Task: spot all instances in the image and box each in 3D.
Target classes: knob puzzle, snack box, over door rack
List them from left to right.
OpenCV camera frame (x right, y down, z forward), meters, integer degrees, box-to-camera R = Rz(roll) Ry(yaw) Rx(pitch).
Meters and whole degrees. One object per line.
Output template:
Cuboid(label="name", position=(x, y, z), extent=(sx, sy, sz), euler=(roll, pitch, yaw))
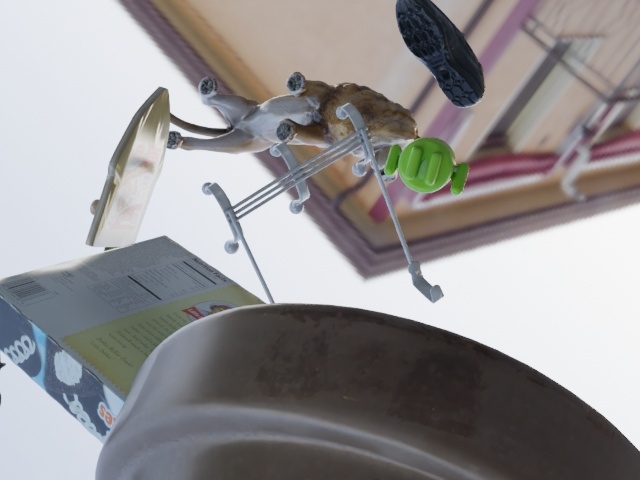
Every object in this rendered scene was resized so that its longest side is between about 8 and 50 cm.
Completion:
Cuboid(label="knob puzzle", position=(-0.220, -0.088, 1.291), extent=(0.030, 0.213, 0.213), euler=(20, -148, 6))
Cuboid(label="snack box", position=(-0.106, 0.101, 0.891), extent=(0.187, 0.060, 0.322), euler=(-16, -145, -41))
Cuboid(label="over door rack", position=(0.000, 0.000, 1.564), extent=(0.324, 0.239, 0.108), euler=(64, 167, -25))

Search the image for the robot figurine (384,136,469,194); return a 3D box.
Cuboid(label="robot figurine", position=(0.132, -0.094, 1.372), extent=(0.101, 0.067, 0.115), euler=(14, -170, 8))

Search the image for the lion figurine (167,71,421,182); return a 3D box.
Cuboid(label="lion figurine", position=(-0.053, -0.184, 1.738), extent=(0.392, 0.142, 0.240), euler=(10, -177, 33))

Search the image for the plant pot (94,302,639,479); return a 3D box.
Cuboid(label="plant pot", position=(0.000, 0.192, 0.446), extent=(0.263, 0.263, 0.229), euler=(30, -132, -6))

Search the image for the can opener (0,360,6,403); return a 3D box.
Cuboid(label="can opener", position=(-0.211, 0.034, 0.619), extent=(0.073, 0.059, 0.186), euler=(-1, -130, -13))

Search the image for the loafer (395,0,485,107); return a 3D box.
Cuboid(label="loafer", position=(0.190, -0.308, 1.756), extent=(0.223, 0.076, 0.078), euler=(50, -137, -30))

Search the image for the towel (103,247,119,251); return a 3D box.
Cuboid(label="towel", position=(-0.248, 0.033, 1.366), extent=(0.009, 0.083, 0.060), euler=(1, -115, 14))
